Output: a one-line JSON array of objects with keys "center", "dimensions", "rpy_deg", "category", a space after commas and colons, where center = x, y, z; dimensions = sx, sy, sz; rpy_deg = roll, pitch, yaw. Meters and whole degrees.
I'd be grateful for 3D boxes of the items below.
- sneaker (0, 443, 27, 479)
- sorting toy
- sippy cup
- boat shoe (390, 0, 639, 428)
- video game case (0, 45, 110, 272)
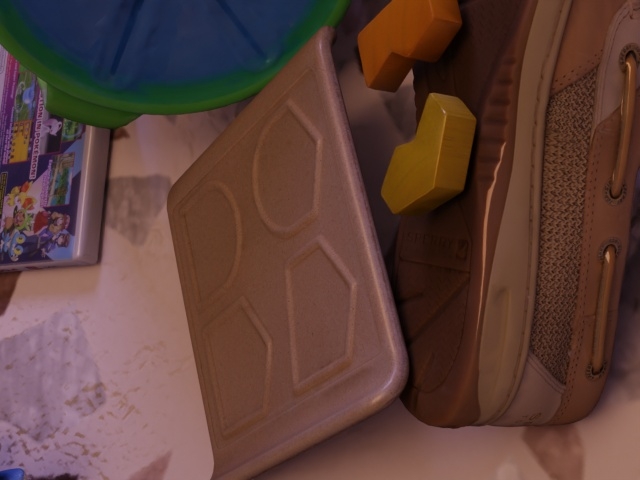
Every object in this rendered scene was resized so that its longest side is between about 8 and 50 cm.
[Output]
[{"center": [-0.271, 0.231, 0.717], "dimensions": [0.236, 0.130, 0.323], "rpy_deg": [-65, 13, 7], "category": "sneaker"}, {"center": [0.000, 0.000, 0.664], "dimensions": [0.307, 0.041, 0.229], "rpy_deg": [-38, 54, 50], "category": "sorting toy"}, {"center": [-0.103, -0.236, 0.737], "dimensions": [0.305, 0.240, 0.224], "rpy_deg": [-27, 42, 13], "category": "sippy cup"}, {"center": [0.116, -0.072, 0.598], "dimensions": [0.122, 0.110, 0.341], "rpy_deg": [-152, 69, -65], "category": "boat shoe"}, {"center": [-0.236, -0.075, 0.911], "dimensions": [0.183, 0.023, 0.201], "rpy_deg": [-5, 75, 33], "category": "video game case"}]
